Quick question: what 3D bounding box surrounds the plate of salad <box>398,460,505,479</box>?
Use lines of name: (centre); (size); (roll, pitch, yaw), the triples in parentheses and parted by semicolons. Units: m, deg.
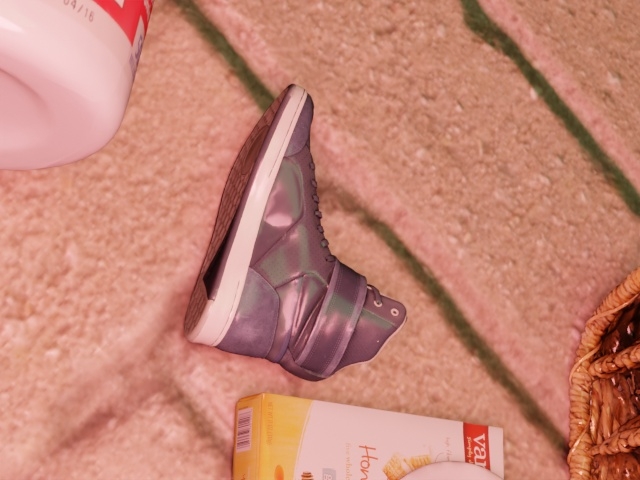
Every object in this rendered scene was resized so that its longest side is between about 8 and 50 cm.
plate of salad: (0.113, 0.271, 1.300); (0.200, 0.048, 0.199); (9, 74, -31)

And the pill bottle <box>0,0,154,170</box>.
pill bottle: (-0.212, -0.276, 1.206); (0.229, 0.229, 0.407); (23, 64, -26)

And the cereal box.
cereal box: (0.042, 0.221, 1.325); (0.240, 0.047, 0.173); (10, 71, -31)

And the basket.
basket: (0.336, 0.104, 1.402); (0.223, 0.299, 0.213); (-21, 87, -36)

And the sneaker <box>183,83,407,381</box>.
sneaker: (-0.001, 0.001, 1.336); (0.163, 0.086, 0.226); (21, 74, -15)
